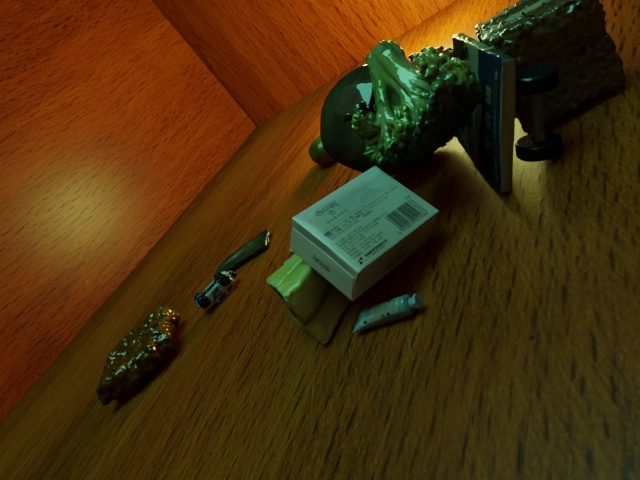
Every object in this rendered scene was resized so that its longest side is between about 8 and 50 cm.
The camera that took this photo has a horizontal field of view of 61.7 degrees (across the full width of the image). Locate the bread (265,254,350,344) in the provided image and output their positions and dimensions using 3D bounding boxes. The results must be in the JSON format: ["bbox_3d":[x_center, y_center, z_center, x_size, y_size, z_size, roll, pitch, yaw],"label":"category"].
[{"bbox_3d":[0.025,0.088,1.267,0.264,0.167,0.163,-42,24,-9],"label":"bread"}]

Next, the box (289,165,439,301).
[{"bbox_3d":[0.098,-0.023,1.213,0.203,0.116,0.274,39,56,25],"label":"box"}]

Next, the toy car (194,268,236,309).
[{"bbox_3d":[-0.361,0.171,1.865,0.170,0.070,0.080,-47,22,-13],"label":"toy car"}]

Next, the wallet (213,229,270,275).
[{"bbox_3d":[-0.291,0.050,2.040,0.255,0.031,0.137,-32,23,19],"label":"wallet"}]

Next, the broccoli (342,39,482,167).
[{"bbox_3d":[0.200,-0.333,1.277,0.294,0.280,0.348,-28,-7,-3],"label":"broccoli"}]

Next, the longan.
[{"bbox_3d":[0.189,-0.364,1.636,0.405,0.336,0.404,-16,38,13],"label":"longan"}]

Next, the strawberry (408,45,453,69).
[{"bbox_3d":[0.429,-0.604,1.979,0.280,0.150,0.253,-29,45,22],"label":"strawberry"}]

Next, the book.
[{"bbox_3d":[0.394,-0.331,1.320,0.039,0.299,0.428,-7,27,3],"label":"book"}]

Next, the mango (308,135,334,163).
[{"bbox_3d":[0.019,-0.403,2.291,0.156,0.114,0.251,-45,22,9],"label":"mango"}]

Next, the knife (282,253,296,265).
[{"bbox_3d":[0.001,-0.002,1.652,0.336,0.043,0.081,-26,20,37],"label":"knife"}]

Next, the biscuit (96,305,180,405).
[{"bbox_3d":[-0.613,0.381,1.824,0.318,0.110,0.312,-39,19,2],"label":"biscuit"}]

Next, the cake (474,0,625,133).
[{"bbox_3d":[0.555,-0.461,1.324,0.256,0.281,0.290,-23,23,23],"label":"cake"}]

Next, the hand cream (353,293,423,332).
[{"bbox_3d":[0.140,0.151,1.126,0.171,0.043,0.065,-28,23,40],"label":"hand cream"}]

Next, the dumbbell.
[{"bbox_3d":[0.472,-0.275,1.173,0.100,0.190,0.100,-14,26,7],"label":"dumbbell"}]
